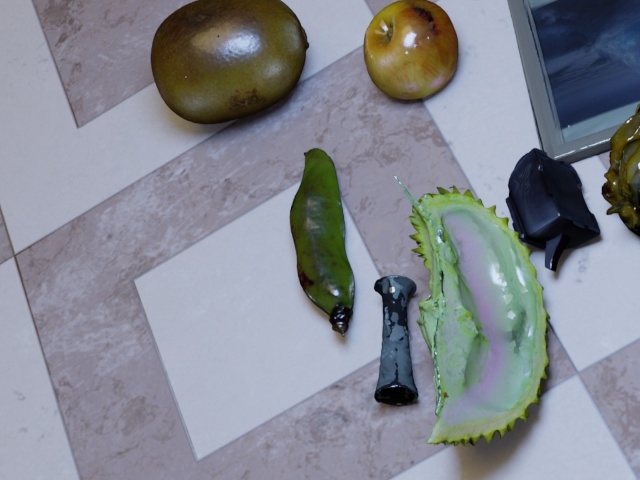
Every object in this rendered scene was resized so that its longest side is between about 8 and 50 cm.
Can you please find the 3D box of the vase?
[{"bbox_3d":[0.098,0.129,2.016,0.059,0.059,0.167,-12,56,20],"label":"vase"}]

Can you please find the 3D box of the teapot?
[{"bbox_3d":[0.287,-0.039,2.018,0.096,0.087,0.177,-42,46,32],"label":"teapot"}]

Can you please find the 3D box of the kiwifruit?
[{"bbox_3d":[-0.131,-0.274,2.302,0.234,0.196,0.196,-10,57,13],"label":"kiwifruit"}]

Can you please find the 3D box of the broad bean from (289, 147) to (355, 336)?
[{"bbox_3d":[0.000,0.000,2.144,0.077,0.061,0.339,-15,56,9],"label":"broad bean"}]

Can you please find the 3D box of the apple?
[{"bbox_3d":[0.128,-0.277,2.210,0.146,0.146,0.146,-13,56,19],"label":"apple"}]

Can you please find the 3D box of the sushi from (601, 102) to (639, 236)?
[{"bbox_3d":[0.453,-0.096,1.907,0.204,0.213,0.200,33,56,23],"label":"sushi"}]

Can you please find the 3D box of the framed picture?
[{"bbox_3d":[0.486,-0.297,2.106,0.446,0.028,0.326,-19,54,15],"label":"framed picture"}]

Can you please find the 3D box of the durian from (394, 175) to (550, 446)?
[{"bbox_3d":[0.188,0.092,1.921,0.157,0.169,0.355,-17,61,21],"label":"durian"}]
